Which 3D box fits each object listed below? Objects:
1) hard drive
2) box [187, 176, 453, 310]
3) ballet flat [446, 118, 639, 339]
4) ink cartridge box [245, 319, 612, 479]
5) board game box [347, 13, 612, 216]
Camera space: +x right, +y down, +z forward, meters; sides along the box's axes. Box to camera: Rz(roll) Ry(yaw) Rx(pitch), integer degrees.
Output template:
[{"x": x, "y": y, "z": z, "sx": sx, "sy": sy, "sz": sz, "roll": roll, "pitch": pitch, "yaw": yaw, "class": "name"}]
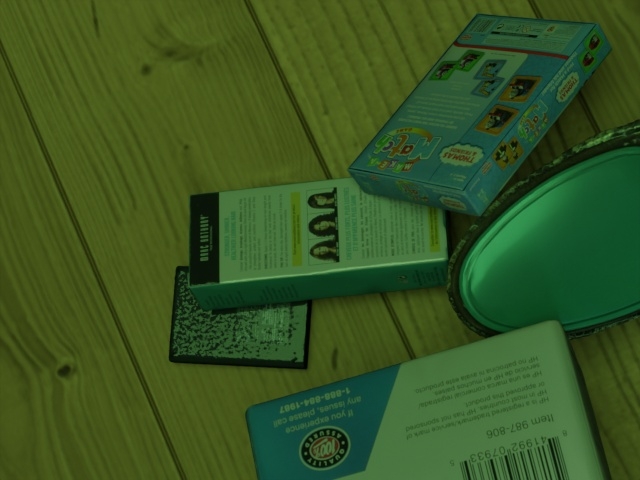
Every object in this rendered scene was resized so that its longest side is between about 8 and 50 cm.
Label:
[{"x": -0.077, "y": 0.074, "z": 1.741, "sx": 0.135, "sy": 0.022, "sz": 0.094, "roll": 2, "pitch": 81, "yaw": 12, "class": "hard drive"}, {"x": 0.000, "y": 0.000, "z": 1.701, "sx": 0.244, "sy": 0.060, "sz": 0.100, "roll": -6, "pitch": 63, "yaw": 8, "class": "box"}, {"x": 0.333, "y": -0.061, "z": 1.603, "sx": 0.483, "sy": 0.182, "sz": 0.164, "roll": -32, "pitch": 96, "yaw": 8, "class": "ballet flat"}, {"x": 0.125, "y": 0.305, "z": 1.525, "sx": 0.286, "sy": 0.166, "sz": 0.394, "roll": -16, "pitch": 67, "yaw": 10, "class": "ink cartridge box"}, {"x": 0.143, "y": -0.119, "z": 1.643, "sx": 0.160, "sy": 0.039, "sz": 0.211, "roll": 14, "pitch": 58, "yaw": 50, "class": "board game box"}]
